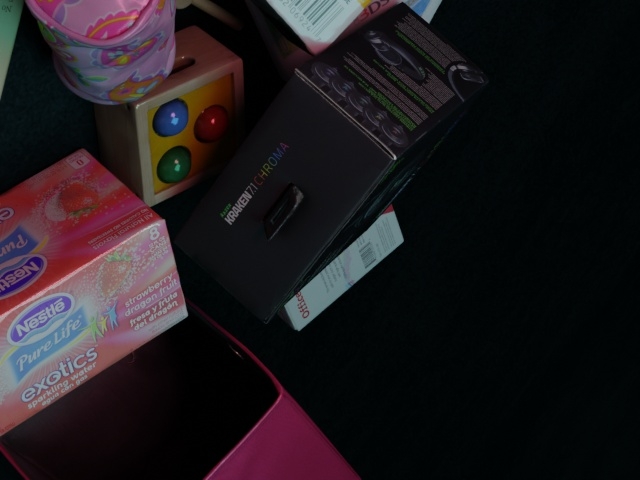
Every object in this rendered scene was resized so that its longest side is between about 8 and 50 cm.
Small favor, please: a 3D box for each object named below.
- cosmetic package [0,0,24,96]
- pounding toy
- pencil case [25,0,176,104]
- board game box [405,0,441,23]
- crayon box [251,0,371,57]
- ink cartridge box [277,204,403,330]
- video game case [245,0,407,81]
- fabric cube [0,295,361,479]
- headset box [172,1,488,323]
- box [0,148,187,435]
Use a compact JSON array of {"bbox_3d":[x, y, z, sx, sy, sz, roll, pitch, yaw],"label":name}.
[{"bbox_3d":[-0.369,-0.108,1.327,0.160,0.113,0.309,-7,124,-43],"label":"cosmetic package"},{"bbox_3d":[-0.125,-0.162,1.550,0.181,0.094,0.206,-28,137,-28],"label":"pounding toy"},{"bbox_3d":[-0.184,-0.196,1.341,0.124,0.124,0.284,-47,178,-6],"label":"pencil case"},{"bbox_3d":[0.087,-0.290,1.704,0.136,0.035,0.201,19,102,-52],"label":"board game box"},{"bbox_3d":[0.032,-0.361,1.489,0.323,0.083,0.203,-46,121,-1],"label":"crayon box"},{"bbox_3d":[0.000,0.000,1.832,0.175,0.072,0.127,-40,142,-15],"label":"ink cartridge box"},{"bbox_3d":[0.002,-0.294,1.587,0.193,0.023,0.212,-36,128,-14],"label":"video game case"},{"bbox_3d":[-0.150,0.240,1.726,0.259,0.254,0.258,-46,142,-8],"label":"fabric cube"},{"bbox_3d":[0.010,-0.080,1.587,0.246,0.131,0.283,-51,174,32],"label":"headset box"},{"bbox_3d":[-0.297,0.065,1.511,0.300,0.154,0.142,-32,139,-22],"label":"box"}]
